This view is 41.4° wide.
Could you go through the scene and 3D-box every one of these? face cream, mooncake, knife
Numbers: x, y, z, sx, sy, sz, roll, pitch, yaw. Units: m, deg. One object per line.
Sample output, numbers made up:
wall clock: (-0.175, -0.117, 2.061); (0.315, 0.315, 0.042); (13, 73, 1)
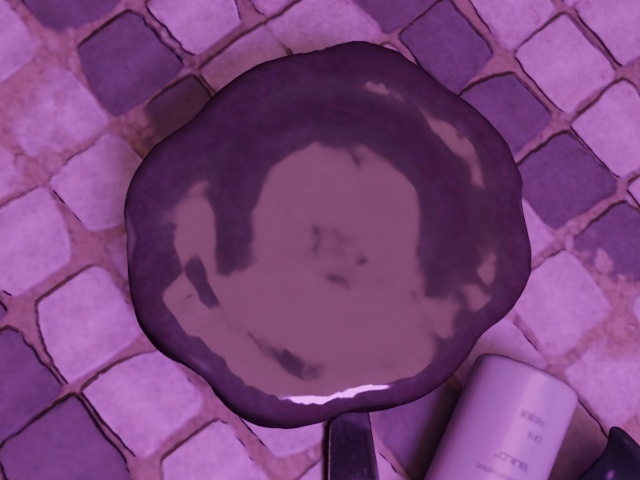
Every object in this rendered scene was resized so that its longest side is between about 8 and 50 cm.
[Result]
face cream: (0.105, 0.244, 0.661); (0.092, 0.092, 0.311); (27, 74, -1)
mooncake: (0.000, 0.000, 0.670); (0.306, 0.154, 0.306); (2, 77, -9)
knife: (0.025, 0.240, 0.690); (0.060, 0.028, 0.230); (8, 73, -19)

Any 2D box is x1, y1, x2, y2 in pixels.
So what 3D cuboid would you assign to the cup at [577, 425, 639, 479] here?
cup: (0.225, 0.265, 0.645); (0.150, 0.199, 0.199); (-34, 84, 5)
